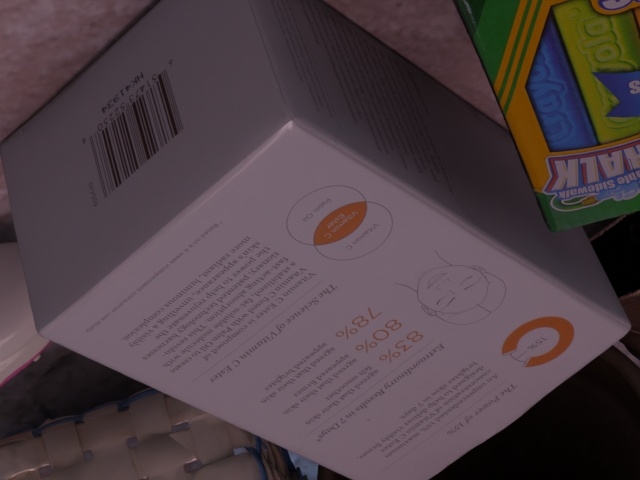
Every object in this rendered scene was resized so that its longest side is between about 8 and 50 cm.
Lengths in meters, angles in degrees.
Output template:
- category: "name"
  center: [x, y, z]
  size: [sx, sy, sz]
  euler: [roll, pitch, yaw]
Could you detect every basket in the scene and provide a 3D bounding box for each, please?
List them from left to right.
- category: "basket"
  center: [-0.127, 0.218, 1.442]
  size: [0.255, 0.201, 0.289]
  euler: [-18, 165, -1]

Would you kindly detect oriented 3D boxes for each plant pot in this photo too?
- category: "plant pot"
  center: [0.148, 0.228, 1.486]
  size: [0.263, 0.263, 0.229]
  euler: [-19, 134, 0]

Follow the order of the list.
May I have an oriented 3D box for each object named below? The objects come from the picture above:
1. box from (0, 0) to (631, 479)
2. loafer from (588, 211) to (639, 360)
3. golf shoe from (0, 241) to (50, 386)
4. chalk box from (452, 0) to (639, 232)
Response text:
- category: "box"
  center: [0.000, 0.000, 1.261]
  size: [0.215, 0.168, 0.345]
  euler: [-39, 136, 21]
- category: "loafer"
  center: [0.321, -0.036, 1.371]
  size: [0.130, 0.133, 0.366]
  euler: [20, 126, -37]
- category: "golf shoe"
  center: [-0.311, 0.056, 1.249]
  size: [0.306, 0.115, 0.140]
  euler: [-20, 137, -1]
- category: "chalk box"
  center: [0.188, -0.135, 1.158]
  size: [0.179, 0.180, 0.289]
  euler: [-16, 141, 12]
